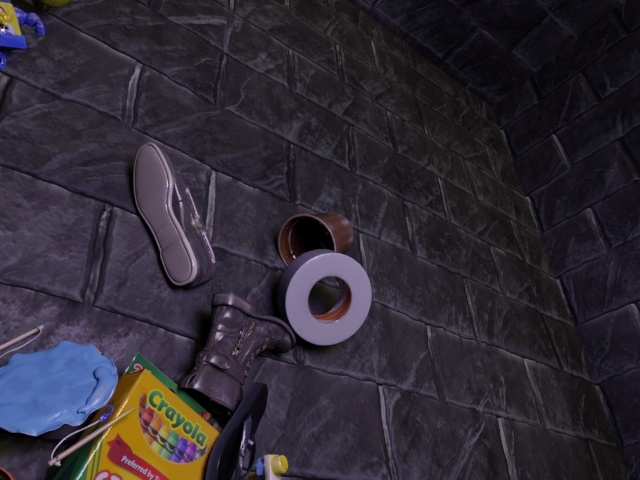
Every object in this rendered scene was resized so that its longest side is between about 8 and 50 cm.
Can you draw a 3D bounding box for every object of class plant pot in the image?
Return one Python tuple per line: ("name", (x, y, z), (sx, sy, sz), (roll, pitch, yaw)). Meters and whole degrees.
("plant pot", (0.000, 0.000, 1.441), (0.167, 0.167, 0.165), (56, 29, 6))

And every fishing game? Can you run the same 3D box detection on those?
("fishing game", (-0.410, 0.225, 0.840), (0.264, 0.041, 0.189), (25, 35, 25))

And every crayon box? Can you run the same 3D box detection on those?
("crayon box", (-0.284, 0.353, 0.865), (0.202, 0.081, 0.319), (50, 39, -25))

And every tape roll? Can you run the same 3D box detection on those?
("tape roll", (0.009, 0.133, 1.298), (0.219, 0.072, 0.219), (-3, 99, -21))

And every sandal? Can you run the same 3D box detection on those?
("sandal", (-0.138, 0.356, 0.975), (0.054, 0.097, 0.254), (8, 36, 14))

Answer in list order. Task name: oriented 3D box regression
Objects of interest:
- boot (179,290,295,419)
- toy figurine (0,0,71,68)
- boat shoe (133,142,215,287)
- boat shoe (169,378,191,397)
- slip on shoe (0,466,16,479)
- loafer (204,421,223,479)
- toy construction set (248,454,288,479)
("boot", (-0.163, 0.251, 1.115), (0.263, 0.091, 0.229), (39, 46, -37))
("toy figurine", (-0.695, -0.472, 1.170), (0.362, 0.191, 0.217), (-19, 105, -58))
("boat shoe", (-0.320, -0.053, 1.202), (0.095, 0.112, 0.335), (7, 59, -64))
("boat shoe", (-0.276, 0.290, 1.009), (0.133, 0.042, 0.049), (-22, 74, -53))
("slip on shoe", (-0.540, 0.288, 0.693), (0.331, 0.101, 0.123), (33, 43, -20))
("loafer", (-0.197, 0.401, 0.984), (0.050, 0.056, 0.148), (30, 42, -16))
("toy construction set", (-0.084, 0.548, 0.902), (0.215, 0.151, 0.328), (58, 38, -35))
